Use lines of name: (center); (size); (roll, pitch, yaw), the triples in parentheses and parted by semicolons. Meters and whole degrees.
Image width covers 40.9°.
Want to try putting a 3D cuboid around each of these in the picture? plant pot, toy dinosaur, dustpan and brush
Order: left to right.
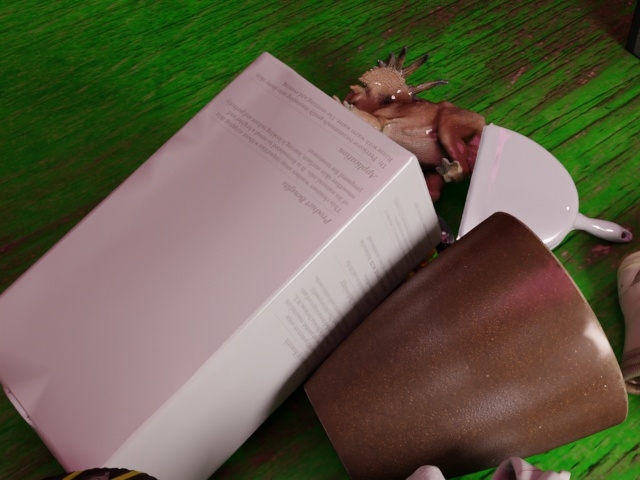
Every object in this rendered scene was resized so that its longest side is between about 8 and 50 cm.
toy dinosaur: (0.129, -0.134, 1.047); (0.295, 0.127, 0.200); (27, 47, 18)
plant pot: (0.110, 0.121, 0.764); (0.230, 0.215, 0.215); (-28, 51, -5)
dustpan and brush: (0.258, -0.031, 0.953); (0.211, 0.060, 0.147); (15, 84, -4)

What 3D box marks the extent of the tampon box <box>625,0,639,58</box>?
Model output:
tampon box: (0.511, -0.323, 1.174); (0.120, 0.161, 0.101); (-23, 50, -18)

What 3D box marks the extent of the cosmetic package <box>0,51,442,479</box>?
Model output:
cosmetic package: (-0.099, 0.039, 0.789); (0.385, 0.156, 0.217); (-44, 58, -7)

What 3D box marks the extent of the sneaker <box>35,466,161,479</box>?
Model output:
sneaker: (-0.229, 0.262, 0.603); (0.384, 0.147, 0.145); (-17, 0, 29)

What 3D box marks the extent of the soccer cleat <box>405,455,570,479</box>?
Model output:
soccer cleat: (0.204, 0.228, 0.634); (0.331, 0.116, 0.143); (11, 48, -25)

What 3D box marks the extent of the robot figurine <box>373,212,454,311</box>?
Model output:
robot figurine: (0.000, 0.000, 0.945); (0.291, 0.085, 0.211); (29, 55, 27)

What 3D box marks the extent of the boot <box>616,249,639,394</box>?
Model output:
boot: (0.395, 0.073, 0.832); (0.213, 0.077, 0.165); (-12, 42, 31)
